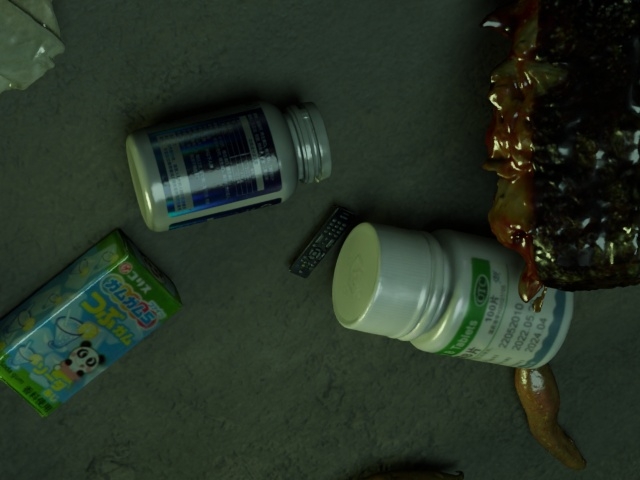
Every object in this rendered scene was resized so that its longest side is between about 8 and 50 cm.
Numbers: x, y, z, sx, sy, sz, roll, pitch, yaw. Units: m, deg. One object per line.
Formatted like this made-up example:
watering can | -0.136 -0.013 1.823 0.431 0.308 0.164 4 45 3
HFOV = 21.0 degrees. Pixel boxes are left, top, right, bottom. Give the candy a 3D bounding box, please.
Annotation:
candy | -0.250 0.086 1.792 0.194 0.062 0.097 -39 122 5

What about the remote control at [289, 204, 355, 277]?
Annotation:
remote control | 0.000 0.000 1.850 0.034 0.016 0.091 24 110 -44

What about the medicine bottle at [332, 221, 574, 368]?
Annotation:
medicine bottle | 0.142 0.057 1.855 0.237 0.139 0.139 11 114 -25

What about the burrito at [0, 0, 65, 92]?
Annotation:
burrito | -0.326 -0.308 1.537 0.117 0.076 0.392 -24 122 -5

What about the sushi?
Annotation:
sushi | 0.266 -0.095 1.744 0.182 0.196 0.343 3 90 25

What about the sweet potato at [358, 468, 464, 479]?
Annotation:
sweet potato | 0.044 0.317 2.009 0.269 0.075 0.074 -17 122 -4

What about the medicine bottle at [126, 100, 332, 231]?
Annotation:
medicine bottle | -0.091 -0.079 1.722 0.191 0.107 0.107 -14 122 -10

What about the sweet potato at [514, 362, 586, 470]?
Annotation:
sweet potato | 0.271 0.210 2.039 0.050 0.050 0.214 -27 127 -2
